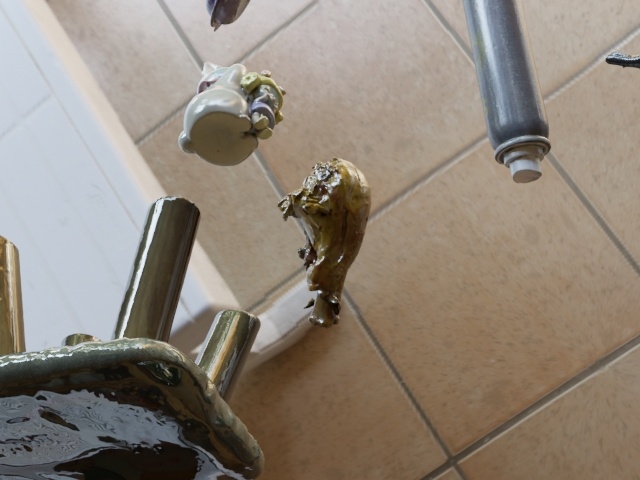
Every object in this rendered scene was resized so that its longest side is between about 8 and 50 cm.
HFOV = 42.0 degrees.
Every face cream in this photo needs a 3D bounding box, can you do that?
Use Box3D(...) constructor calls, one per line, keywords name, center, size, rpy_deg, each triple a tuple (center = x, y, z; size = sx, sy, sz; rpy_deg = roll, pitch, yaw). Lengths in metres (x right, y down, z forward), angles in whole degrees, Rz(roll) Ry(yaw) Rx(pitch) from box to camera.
Box3D(name="face cream", center=(0.229, -0.207, 1.030), size=(0.073, 0.073, 0.284), rpy_deg=(-13, 70, 16))

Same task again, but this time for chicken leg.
Box3D(name="chicken leg", center=(0.003, 0.000, 1.006), size=(0.085, 0.101, 0.208), rpy_deg=(-1, 81, 59))

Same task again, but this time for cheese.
Box3D(name="cheese", center=(-0.097, -0.320, 0.990), size=(0.042, 0.191, 0.105), rpy_deg=(31, 59, -2))

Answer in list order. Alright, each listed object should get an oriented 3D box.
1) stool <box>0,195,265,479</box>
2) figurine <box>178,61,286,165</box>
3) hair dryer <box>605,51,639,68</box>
Box3D(name="stool", center=(-0.232, 0.131, 0.896), size=(0.310, 0.310, 0.226), rpy_deg=(-10, 51, 11))
Box3D(name="figurine", center=(-0.142, -0.232, 1.372), size=(0.155, 0.127, 0.235), rpy_deg=(-22, 36, 20))
Box3D(name="hair dryer", center=(0.399, -0.233, 0.894), size=(0.219, 0.075, 0.195), rpy_deg=(-9, 112, 48))
